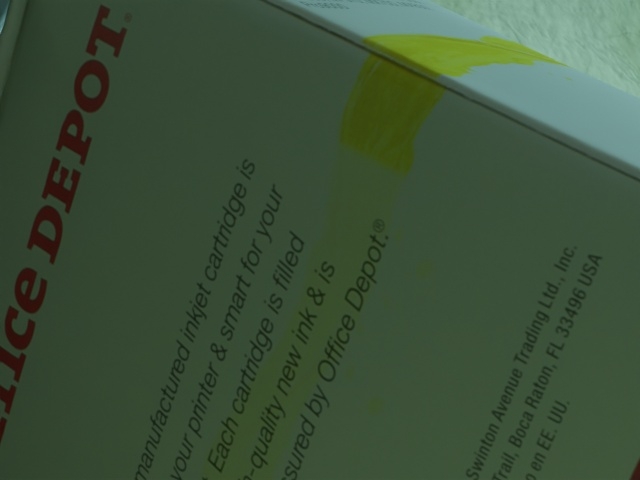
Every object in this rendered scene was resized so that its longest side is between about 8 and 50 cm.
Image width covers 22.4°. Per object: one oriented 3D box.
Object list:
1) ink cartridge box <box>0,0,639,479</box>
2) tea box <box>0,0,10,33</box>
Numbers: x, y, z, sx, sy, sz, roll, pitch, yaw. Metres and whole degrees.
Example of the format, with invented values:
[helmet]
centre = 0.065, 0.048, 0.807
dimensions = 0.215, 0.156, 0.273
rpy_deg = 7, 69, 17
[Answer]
[ink cartridge box]
centre = 0.039, 0.063, 0.640
dimensions = 0.384, 0.279, 0.160
rpy_deg = 30, 20, 26
[tea box]
centre = -0.239, -0.246, 0.779
dimensions = 0.323, 0.329, 0.220
rpy_deg = 36, 31, -9
